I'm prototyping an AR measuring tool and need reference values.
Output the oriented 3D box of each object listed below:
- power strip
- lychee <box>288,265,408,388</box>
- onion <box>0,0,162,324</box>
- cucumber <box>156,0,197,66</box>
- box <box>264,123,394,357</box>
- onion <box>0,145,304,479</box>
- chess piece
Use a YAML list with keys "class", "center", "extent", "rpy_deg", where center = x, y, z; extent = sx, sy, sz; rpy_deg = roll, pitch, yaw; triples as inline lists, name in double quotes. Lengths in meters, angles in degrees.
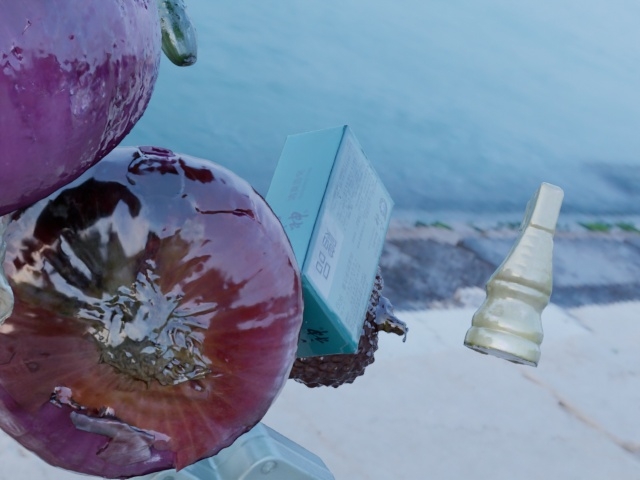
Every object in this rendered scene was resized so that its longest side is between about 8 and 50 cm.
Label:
- class: "power strip"
  center: [-0.120, 0.325, 1.372]
  extent: [0.261, 0.229, 0.141]
  rpy_deg: [38, 7, -38]
- class: "lychee"
  center: [0.000, 0.111, 1.953]
  extent: [0.300, 0.264, 0.264]
  rpy_deg: [15, 20, 8]
- class: "onion"
  center: [-0.286, -0.121, 0.903]
  extent: [0.358, 0.358, 0.345]
  rpy_deg: [43, -12, 42]
- class: "cucumber"
  center: [-0.206, -0.305, 1.725]
  extent: [0.067, 0.035, 0.107]
  rpy_deg: [-15, 76, -33]
- class: "box"
  center: [0.000, 0.000, 1.432]
  extent: [0.092, 0.153, 0.245]
  rpy_deg: [-9, 44, 28]
- class: "onion"
  center: [-0.195, 0.067, 1.236]
  extent: [0.348, 0.347, 0.285]
  rpy_deg: [18, 5, -13]
- class: "chess piece"
  center: [0.231, 0.037, 1.355]
  extent: [0.090, 0.200, 0.090]
  rpy_deg: [17, -7, 2]
